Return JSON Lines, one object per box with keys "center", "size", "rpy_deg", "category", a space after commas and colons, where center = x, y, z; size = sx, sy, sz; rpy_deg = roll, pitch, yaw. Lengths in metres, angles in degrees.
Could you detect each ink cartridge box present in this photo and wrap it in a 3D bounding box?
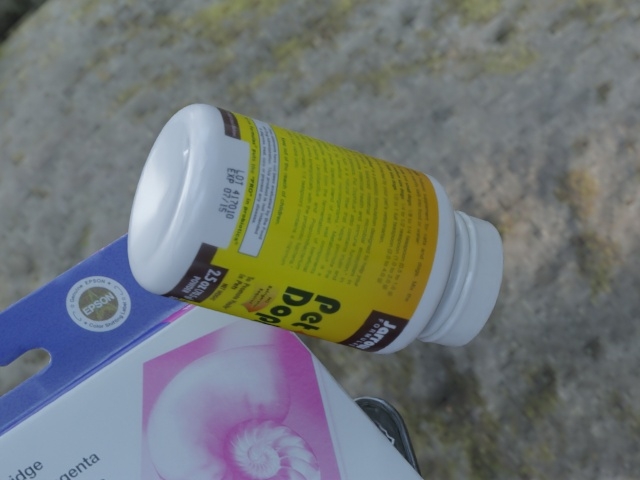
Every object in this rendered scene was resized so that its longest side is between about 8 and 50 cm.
{"center": [-0.125, 0.165, 1.030], "size": [0.324, 0.071, 0.330], "rpy_deg": [-35, 73, -29], "category": "ink cartridge box"}

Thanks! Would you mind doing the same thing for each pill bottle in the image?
{"center": [0.000, 0.000, 1.023], "size": [0.117, 0.215, 0.117], "rpy_deg": [-48, 34, 47], "category": "pill bottle"}

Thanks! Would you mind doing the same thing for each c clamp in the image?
{"center": [0.022, 0.188, 1.278], "size": [0.137, 0.022, 0.161], "rpy_deg": [-31, 73, 29], "category": "c clamp"}
